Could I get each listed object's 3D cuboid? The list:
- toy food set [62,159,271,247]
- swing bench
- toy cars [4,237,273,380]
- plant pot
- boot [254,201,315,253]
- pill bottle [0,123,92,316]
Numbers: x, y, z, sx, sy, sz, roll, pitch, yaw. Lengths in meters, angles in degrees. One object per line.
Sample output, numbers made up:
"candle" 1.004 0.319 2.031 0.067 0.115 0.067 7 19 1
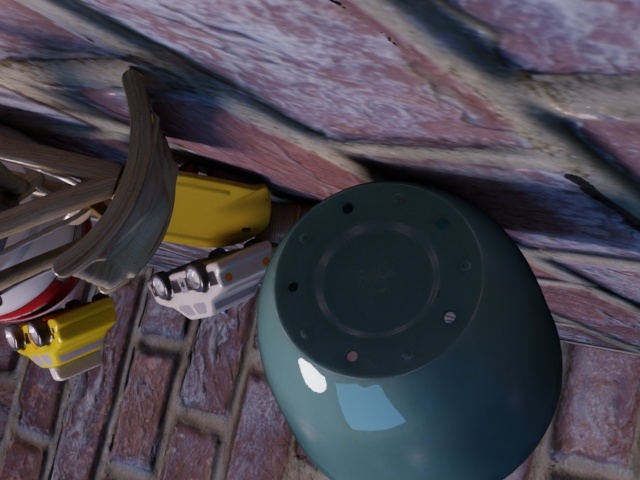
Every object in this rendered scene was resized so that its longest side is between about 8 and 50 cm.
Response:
"toy food set" -0.161 -0.060 1.132 0.218 0.071 0.128 11 144 -27
"swing bench" -0.252 -0.028 0.869 0.255 0.165 0.253 -4 174 -4
"toy cars" -0.220 0.092 1.249 0.394 0.087 0.176 -19 -175 14
"plant pot" 0.072 0.080 0.953 0.293 0.293 0.235 11 158 19
"boot" 0.000 0.000 1.276 0.152 0.072 0.197 9 175 3
"pill bottle" -0.401 -0.017 1.222 0.229 0.229 0.408 14 173 -6
